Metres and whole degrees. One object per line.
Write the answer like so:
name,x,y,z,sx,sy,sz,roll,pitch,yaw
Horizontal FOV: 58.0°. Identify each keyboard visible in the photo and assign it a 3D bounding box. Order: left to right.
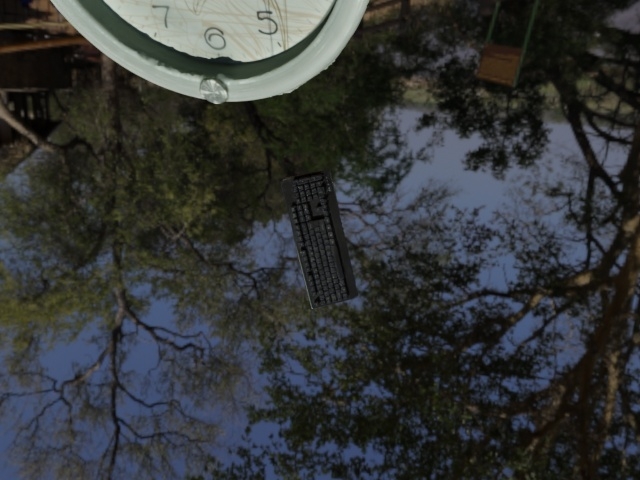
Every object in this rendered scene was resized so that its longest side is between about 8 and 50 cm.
keyboard,0.000,0.000,0.824,0.074,0.196,0.015,-12,-166,1

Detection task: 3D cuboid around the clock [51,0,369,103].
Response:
clock,-0.077,-0.192,0.340,0.237,0.236,0.053,7,-133,16
